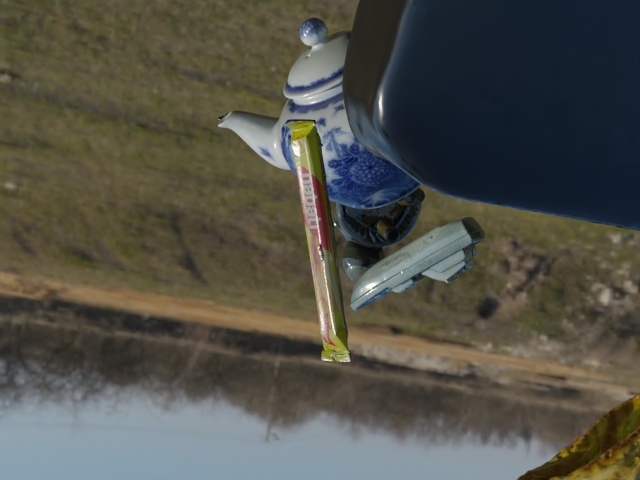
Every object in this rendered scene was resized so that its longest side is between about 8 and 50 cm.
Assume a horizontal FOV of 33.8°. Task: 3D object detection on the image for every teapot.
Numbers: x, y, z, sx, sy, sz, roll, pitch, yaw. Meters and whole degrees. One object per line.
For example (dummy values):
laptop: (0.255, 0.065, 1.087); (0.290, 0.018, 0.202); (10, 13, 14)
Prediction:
teapot: (0.049, -0.197, 1.507); (0.423, 0.252, 0.280); (-17, 120, 26)

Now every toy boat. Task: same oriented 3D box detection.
toy boat: (0.147, 0.050, 1.662); (0.260, 0.085, 0.078); (-32, 170, 31)

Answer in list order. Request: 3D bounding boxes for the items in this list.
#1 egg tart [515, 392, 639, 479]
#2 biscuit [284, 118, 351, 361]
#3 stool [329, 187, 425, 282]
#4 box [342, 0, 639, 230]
egg tart: (0.343, 0.268, 1.194); (0.116, 0.294, 0.295); (54, 179, 9)
biscuit: (0.000, 0.000, 1.239); (0.026, 0.292, 0.048); (-13, -173, -37)
stool: (0.103, -0.043, 1.815); (0.153, 0.228, 0.139); (-10, -176, -8)
box: (0.169, -0.136, 0.393); (0.290, 0.289, 0.073); (8, -162, -26)
